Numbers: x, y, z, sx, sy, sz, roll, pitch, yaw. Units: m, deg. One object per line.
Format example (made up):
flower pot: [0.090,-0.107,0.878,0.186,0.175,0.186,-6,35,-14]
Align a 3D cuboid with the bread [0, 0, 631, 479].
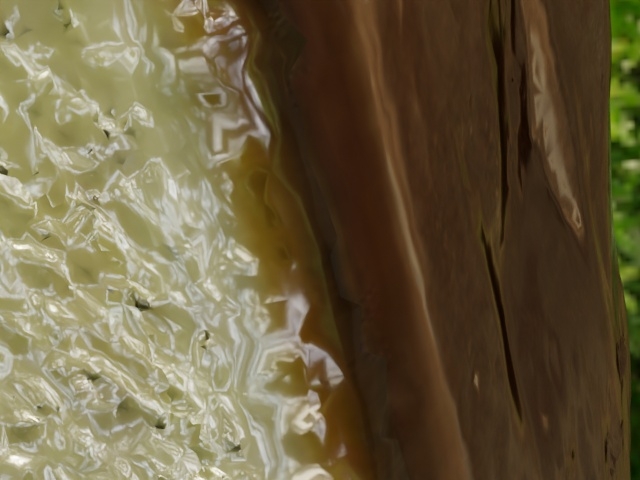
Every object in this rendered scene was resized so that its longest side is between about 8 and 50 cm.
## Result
bread: [0.000,0.000,0.517,0.323,0.143,0.333,-66,-32,-57]
